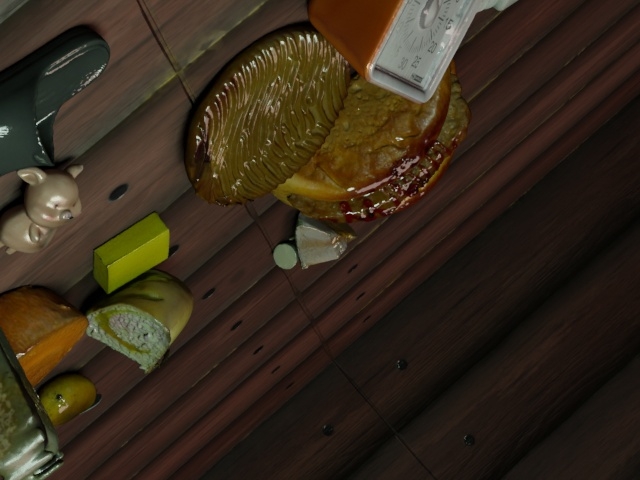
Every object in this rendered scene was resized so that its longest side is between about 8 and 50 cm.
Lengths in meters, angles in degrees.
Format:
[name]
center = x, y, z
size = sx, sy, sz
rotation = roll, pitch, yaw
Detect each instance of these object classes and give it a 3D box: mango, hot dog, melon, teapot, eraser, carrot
[mango]
center = -0.469, 0.295, 1.994
size = 0.103, 0.076, 0.161
rotation = -51, 166, 6
[hot dog]
center = 0.108, -0.169, 1.886
size = 0.405, 0.223, 0.185
rotation = -40, 167, -4
[melon]
center = -0.004, 0.001, 2.251
size = 0.202, 0.093, 0.140
rotation = -2, 123, -61
[teapot]
center = -0.058, 0.020, 2.308
size = 0.083, 0.057, 0.067
rotation = -27, 130, -58
[eraser]
center = -0.304, 0.021, 1.722
size = 0.122, 0.045, 0.097
rotation = -34, 162, -24
[carrot]
center = -0.482, 0.183, 1.663
size = 0.258, 0.100, 0.307
rotation = -38, 172, -20

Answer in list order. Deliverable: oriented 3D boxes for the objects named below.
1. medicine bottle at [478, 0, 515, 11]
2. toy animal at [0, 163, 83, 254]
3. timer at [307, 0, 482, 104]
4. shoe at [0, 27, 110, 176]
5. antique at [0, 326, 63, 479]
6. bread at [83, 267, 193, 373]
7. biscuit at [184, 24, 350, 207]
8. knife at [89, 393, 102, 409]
[medicine bottle]
center = 0.335, -0.488, 1.768
size = 0.324, 0.124, 0.179
rotation = -33, 154, -24
[toy animal]
center = -0.364, -0.038, 1.380
size = 0.150, 0.089, 0.083
rotation = -49, -176, 13
[timer]
center = 0.138, -0.355, 1.557
size = 0.250, 0.161, 0.257
rotation = -48, 160, 16
[shoe]
center = -0.319, -0.133, 1.192
size = 0.241, 0.093, 0.108
rotation = -41, 166, -12
[antique]
center = -0.443, 0.196, 1.409
size = 0.150, 0.284, 0.125
rotation = -38, 164, -11
[bread]
center = -0.304, 0.123, 1.832
size = 0.261, 0.158, 0.156
rotation = -49, -171, 51
[biscuit]
center = -0.075, -0.182, 1.632
size = 0.318, 0.040, 0.318
rotation = -36, 152, -23
[knife]
center = -0.493, 0.330, 2.072
size = 0.063, 0.035, 0.260
rotation = -1, -172, 28
